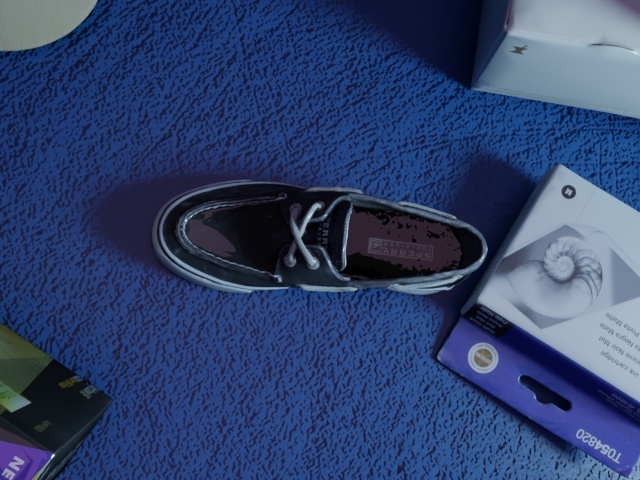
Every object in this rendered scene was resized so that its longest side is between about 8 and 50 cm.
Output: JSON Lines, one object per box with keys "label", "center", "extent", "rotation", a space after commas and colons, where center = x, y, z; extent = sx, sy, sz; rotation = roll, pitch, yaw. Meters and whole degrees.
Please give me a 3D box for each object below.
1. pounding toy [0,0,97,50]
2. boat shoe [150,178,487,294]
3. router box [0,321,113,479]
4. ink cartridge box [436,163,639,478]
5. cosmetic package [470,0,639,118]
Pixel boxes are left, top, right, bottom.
{"label": "pounding toy", "center": [-0.274, -0.295, 0.672], "extent": [0.183, 0.110, 0.237], "rotation": [21, 117, -36]}
{"label": "boat shoe", "center": [0.000, 0.000, 0.691], "extent": [0.301, 0.102, 0.108], "rotation": [8, 81, -9]}
{"label": "router box", "center": [-0.278, 0.087, 0.525], "extent": [0.243, 0.309, 0.081], "rotation": [36, 79, -5]}
{"label": "ink cartridge box", "center": [0.261, 0.076, 0.733], "extent": [0.223, 0.045, 0.224], "rotation": [31, 83, 3]}
{"label": "cosmetic package", "center": [0.276, -0.325, 0.748], "extent": [0.197, 0.155, 0.365], "rotation": [11, 82, 0]}
